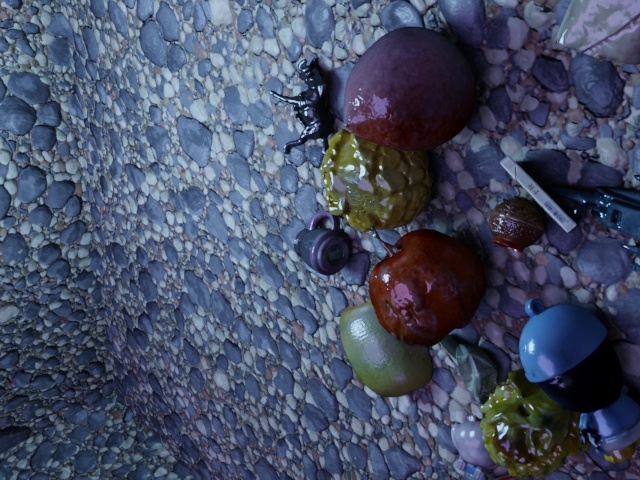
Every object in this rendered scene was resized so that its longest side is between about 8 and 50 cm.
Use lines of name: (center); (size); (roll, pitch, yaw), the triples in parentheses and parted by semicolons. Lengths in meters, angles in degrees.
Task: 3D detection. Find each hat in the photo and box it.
hat: (0.329, 0.270, 1.349); (0.166, 0.081, 0.122); (53, -179, 36)

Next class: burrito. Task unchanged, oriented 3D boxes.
burrito: (0.455, -0.394, 0.832); (0.143, 0.105, 0.299); (36, 132, 18)

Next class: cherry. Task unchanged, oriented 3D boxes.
cherry: (0.161, -0.277, 1.115); (0.206, 0.239, 0.239); (-35, 82, 42)

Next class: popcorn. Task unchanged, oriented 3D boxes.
popcorn: (0.115, -0.127, 1.286); (0.250, 0.190, 0.250); (10, 107, 37)
popcorn: (0.424, 0.363, 1.211); (0.189, 0.218, 0.169); (58, -172, 33)

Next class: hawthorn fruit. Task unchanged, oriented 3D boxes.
hawthorn fruit: (0.194, 0.072, 1.240); (0.271, 0.242, 0.242); (53, 142, -11)

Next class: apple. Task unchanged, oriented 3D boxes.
apple: (0.157, 0.267, 1.495); (0.193, 0.120, 0.264); (-36, 84, 39)

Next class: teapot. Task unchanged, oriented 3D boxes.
teapot: (-0.008, 0.005, 1.541); (0.146, 0.116, 0.148); (21, 128, 53)

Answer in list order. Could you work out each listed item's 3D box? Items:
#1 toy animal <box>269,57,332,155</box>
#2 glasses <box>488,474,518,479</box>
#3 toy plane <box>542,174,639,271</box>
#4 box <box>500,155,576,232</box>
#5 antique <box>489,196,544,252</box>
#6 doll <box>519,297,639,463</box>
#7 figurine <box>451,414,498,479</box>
toy animal: (-0.031, -0.302, 1.428); (0.148, 0.085, 0.232); (-4, 103, 47)
glasses: (0.447, 0.617, 1.310); (0.118, 0.234, 0.268); (33, 130, -25)
toy plane: (0.494, -0.042, 0.966); (0.326, 0.104, 0.222); (22, 125, 40)
box: (0.389, -0.081, 1.077); (0.024, 0.090, 0.167); (-44, 73, 17)
antique: (0.363, -0.032, 1.122); (0.104, 0.104, 0.104); (24, 126, 38)
doll: (0.465, 0.240, 1.092); (0.314, 0.177, 0.141); (59, 154, 3)
figurine: (0.359, 0.475, 1.386); (0.137, 0.112, 0.228); (32, 141, 27)
